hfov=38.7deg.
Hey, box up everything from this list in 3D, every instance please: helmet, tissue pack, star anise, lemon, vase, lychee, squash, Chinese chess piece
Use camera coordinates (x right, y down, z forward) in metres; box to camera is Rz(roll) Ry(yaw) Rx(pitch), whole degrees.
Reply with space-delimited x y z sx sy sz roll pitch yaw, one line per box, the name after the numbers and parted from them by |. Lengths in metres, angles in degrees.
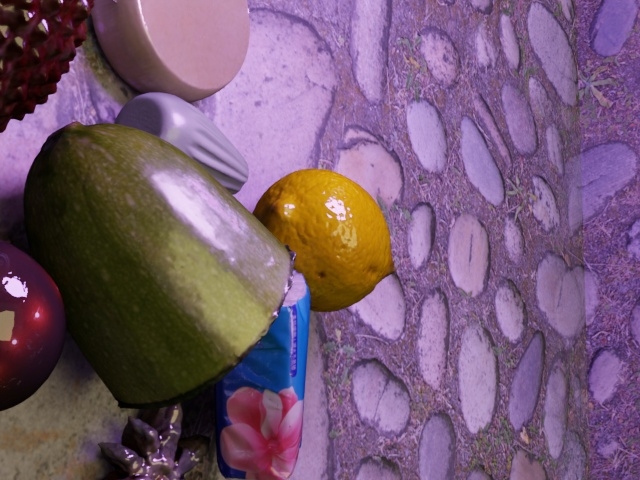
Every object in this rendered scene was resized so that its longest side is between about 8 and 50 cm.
-0.387 0.096 1.026 0.216 0.193 0.189 90 22 -47 | helmet
-0.084 0.188 1.342 0.209 0.137 0.269 -103 -166 -77 | tissue pack
-0.236 0.332 1.254 0.236 0.093 0.229 -8 91 -55 | star anise
-0.005 -0.006 1.498 0.253 0.228 0.228 47 50 -36 | lemon
-0.194 -0.130 1.354 0.248 0.128 0.128 26 65 -59 | vase
-0.392 -0.260 0.958 0.306 0.330 0.306 58 12 -21 | lychee
-0.236 0.003 1.139 0.309 0.310 0.310 52 47 -29 | squash
-0.220 -0.340 1.361 0.273 0.102 0.273 9 79 -54 | Chinese chess piece
